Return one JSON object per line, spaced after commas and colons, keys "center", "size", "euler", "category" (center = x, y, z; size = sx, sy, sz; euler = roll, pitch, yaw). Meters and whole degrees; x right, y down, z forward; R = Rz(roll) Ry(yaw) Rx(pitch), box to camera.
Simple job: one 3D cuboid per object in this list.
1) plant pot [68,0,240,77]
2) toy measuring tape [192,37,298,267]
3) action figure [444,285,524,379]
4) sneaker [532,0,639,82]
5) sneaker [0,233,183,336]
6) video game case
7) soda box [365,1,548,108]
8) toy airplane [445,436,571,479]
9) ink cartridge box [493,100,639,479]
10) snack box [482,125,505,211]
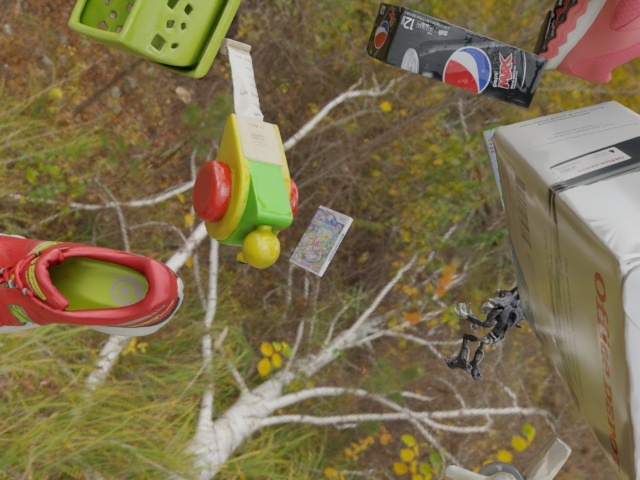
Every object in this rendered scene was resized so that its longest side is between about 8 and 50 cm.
{"center": [-0.295, -0.434, 1.293], "size": [0.228, 0.227, 0.207], "euler": [27, 3, 42], "category": "plant pot"}
{"center": [-0.100, -0.099, 0.837], "size": [0.121, 0.121, 0.330], "euler": [30, 37, -46], "category": "toy measuring tape"}
{"center": [0.410, 0.202, 1.723], "size": [0.164, 0.276, 0.141], "euler": [16, 21, -39], "category": "action figure"}
{"center": [0.404, -0.316, 0.890], "size": [0.136, 0.314, 0.116], "euler": [25, 64, -4], "category": "sneaker"}
{"center": [-0.273, 0.034, 0.669], "size": [0.118, 0.278, 0.107], "euler": [128, -38, -73], "category": "sneaker"}
{"center": [0.000, 0.000, 1.299], "size": [0.087, 0.122, 0.011], "euler": [24, -7, 45], "category": "video game case"}
{"center": [0.133, -0.180, 0.682], "size": [0.168, 0.053, 0.060], "euler": [11, 19, -22], "category": "soda box"}
{"center": [0.131, 0.432, 0.820], "size": [0.272, 0.384, 0.386], "euler": [39, 40, -3], "category": "toy airplane"}
{"center": [0.332, 0.044, 0.754], "size": [0.395, 0.166, 0.286], "euler": [-93, 168, -65], "category": "ink cartridge box"}
{"center": [0.318, -0.125, 1.213], "size": [0.100, 0.037, 0.141], "euler": [-24, 98, -73], "category": "snack box"}
